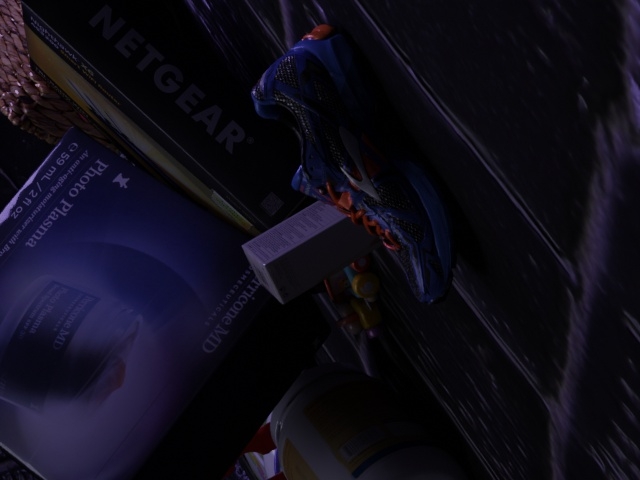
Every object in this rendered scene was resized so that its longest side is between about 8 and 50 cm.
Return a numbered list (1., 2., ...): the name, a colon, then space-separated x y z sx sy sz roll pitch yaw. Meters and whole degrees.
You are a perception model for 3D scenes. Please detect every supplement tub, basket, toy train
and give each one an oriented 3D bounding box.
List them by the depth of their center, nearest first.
1. toy train: 0.012 0.034 1.439 0.125 0.046 0.166 55 167 25
2. supplement tub: 0.045 0.223 1.506 0.200 0.144 0.144 46 162 52
3. basket: -0.325 -0.271 2.034 0.213 0.223 0.299 27 -165 -41

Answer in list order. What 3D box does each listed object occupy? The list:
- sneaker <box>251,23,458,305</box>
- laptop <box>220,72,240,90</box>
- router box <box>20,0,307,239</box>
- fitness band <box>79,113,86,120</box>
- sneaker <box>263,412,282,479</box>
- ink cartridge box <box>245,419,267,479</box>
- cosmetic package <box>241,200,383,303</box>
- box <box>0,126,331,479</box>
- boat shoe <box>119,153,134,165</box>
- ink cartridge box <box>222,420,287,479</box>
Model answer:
1. sneaker: 0.025 -0.045 1.094 0.221 0.087 0.083 58 169 12
2. laptop: -0.160 -0.225 1.640 0.264 0.136 0.234 32 162 10
3. router box: -0.146 -0.119 1.452 0.309 0.081 0.243 43 168 0
4. fitness band: -0.274 -0.280 1.708 0.209 0.054 0.291 -101 0 -73
5. sneaker: 0.056 0.344 1.892 0.236 0.130 0.323 15 117 41
6. ink cartridge box: -0.069 0.282 2.253 0.189 0.097 0.255 44 160 55
7. cosmetic package: 0.000 0.000 1.237 0.041 0.115 0.060 65 169 -25
8. box: -0.200 0.098 1.470 0.294 0.296 0.183 32 166 23
9. boat shoe: -0.211 -0.059 1.889 0.136 0.156 0.367 65 167 -18
10. ink cartridge box: -0.001 0.400 1.720 0.385 0.308 0.091 63 168 -7
